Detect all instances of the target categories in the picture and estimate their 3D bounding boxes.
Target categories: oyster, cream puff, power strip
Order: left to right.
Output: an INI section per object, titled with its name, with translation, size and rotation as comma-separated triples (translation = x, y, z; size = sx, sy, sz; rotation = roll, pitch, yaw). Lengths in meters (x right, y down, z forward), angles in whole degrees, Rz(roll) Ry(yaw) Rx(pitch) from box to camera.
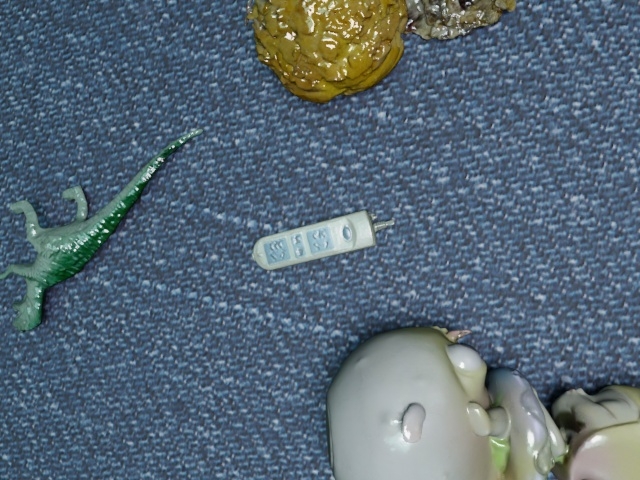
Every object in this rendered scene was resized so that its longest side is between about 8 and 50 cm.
[power strip]
translation = 0.000, 0.000, 0.660
size = 0.191, 0.030, 0.048
rotation = -14, 88, 11
[cream puff]
translation = 0.005, -0.256, 0.607
size = 0.188, 0.129, 0.189
rotation = 0, 91, 13
[oyster]
translation = 0.155, -0.292, 0.620
size = 0.148, 0.051, 0.103
rotation = 4, 91, 11

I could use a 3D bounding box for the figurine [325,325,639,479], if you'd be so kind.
[figurine]
translation = 0.202, 0.229, 0.550
size = 0.393, 0.227, 0.275
rotation = 1, 77, -3

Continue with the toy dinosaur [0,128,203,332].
[toy dinosaur]
translation = -0.331, -0.043, 0.704
size = 0.129, 0.076, 0.383
rotation = 41, 101, 2
